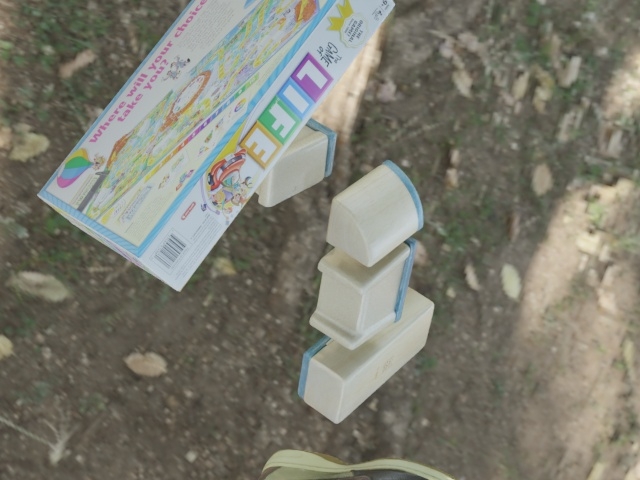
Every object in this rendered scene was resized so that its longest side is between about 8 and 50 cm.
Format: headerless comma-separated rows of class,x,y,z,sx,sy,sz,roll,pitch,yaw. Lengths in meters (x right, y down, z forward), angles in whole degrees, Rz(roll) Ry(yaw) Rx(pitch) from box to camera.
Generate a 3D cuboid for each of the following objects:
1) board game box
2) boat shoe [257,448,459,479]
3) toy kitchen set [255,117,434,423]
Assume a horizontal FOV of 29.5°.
board game box,-0.049,-0.061,0.537,0.154,0.103,0.026,-53,129,-8
boat shoe,0.029,0.222,0.988,0.073,0.223,0.080,-50,126,-36
toy kitchen set,0.000,0.000,0.944,0.122,0.166,0.207,-36,148,-40
